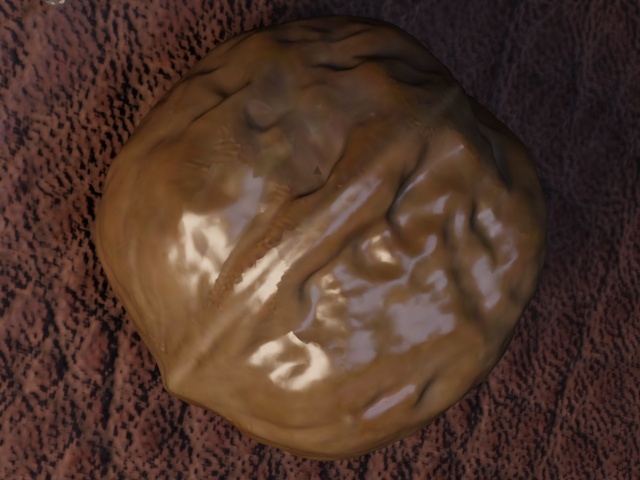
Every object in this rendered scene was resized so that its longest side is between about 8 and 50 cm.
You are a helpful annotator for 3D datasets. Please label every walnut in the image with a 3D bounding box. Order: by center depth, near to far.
[{"bbox_3d":[-0.002,-0.002,1.042,0.273,0.227,0.273,-5,101,-26],"label":"walnut"}]

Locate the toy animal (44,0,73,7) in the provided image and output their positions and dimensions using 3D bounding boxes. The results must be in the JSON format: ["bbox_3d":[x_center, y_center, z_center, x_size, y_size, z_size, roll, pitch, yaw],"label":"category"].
[{"bbox_3d":[-0.023,-0.286,1.026,0.206,0.081,0.367,4,130,-50],"label":"toy animal"}]
